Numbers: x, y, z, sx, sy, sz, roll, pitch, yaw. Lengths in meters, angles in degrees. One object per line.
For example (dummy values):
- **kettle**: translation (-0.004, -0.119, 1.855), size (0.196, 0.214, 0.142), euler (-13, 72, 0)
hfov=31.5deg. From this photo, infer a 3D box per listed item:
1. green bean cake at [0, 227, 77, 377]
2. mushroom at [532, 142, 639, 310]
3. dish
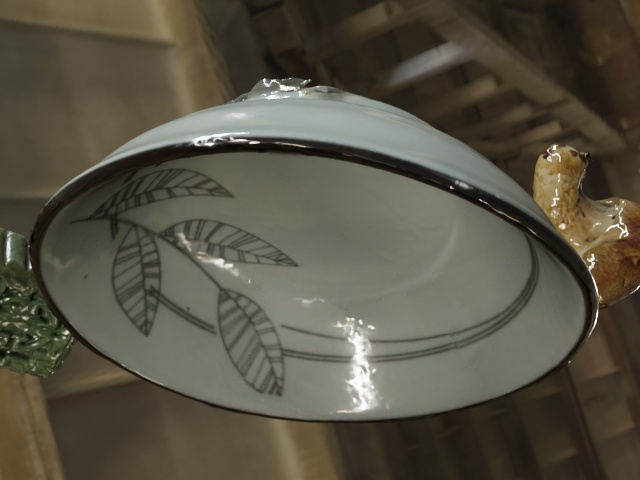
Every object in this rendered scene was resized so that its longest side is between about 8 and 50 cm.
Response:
- **green bean cake**: translation (-0.408, 0.089, 1.535), size (0.185, 0.183, 0.094), euler (19, -152, -26)
- **mushroom**: translation (0.403, 0.010, 1.825), size (0.254, 0.267, 0.267), euler (47, -165, 19)
- **dish**: translation (0.000, 0.000, 0.660), size (0.316, 0.316, 0.106), euler (46, -139, -45)
